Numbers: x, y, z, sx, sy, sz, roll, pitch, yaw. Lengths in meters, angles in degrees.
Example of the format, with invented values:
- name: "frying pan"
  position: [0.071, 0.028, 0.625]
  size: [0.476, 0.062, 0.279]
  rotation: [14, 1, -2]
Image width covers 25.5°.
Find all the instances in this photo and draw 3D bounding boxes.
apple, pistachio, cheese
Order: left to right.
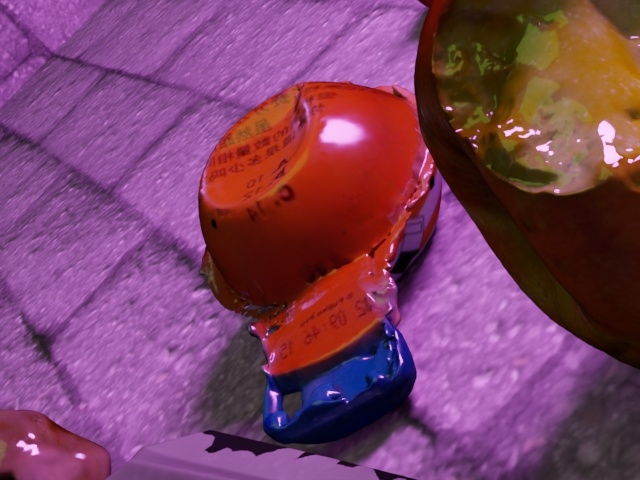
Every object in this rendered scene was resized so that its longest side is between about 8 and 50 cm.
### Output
- name: "pistachio"
  position: [-0.244, 0.205, 1.061]
  size: [0.206, 0.131, 0.130]
  rotation: [-36, 67, 31]
- name: "cheese"
  position: [0.000, 0.000, 0.992]
  size: [0.217, 0.129, 0.329]
  rotation: [-32, 37, 20]
- name: "apple"
  position: [0.171, -0.067, 0.653]
  size: [0.226, 0.246, 0.246]
  rotation: [-37, 22, -4]

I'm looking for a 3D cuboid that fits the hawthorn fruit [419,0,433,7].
- name: "hawthorn fruit"
  position: [0.122, -0.257, 1.306]
  size: [0.093, 0.093, 0.093]
  rotation: [-37, 23, 18]

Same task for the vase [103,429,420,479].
- name: "vase"
  position: [0.027, 0.165, 0.626]
  size: [0.360, 0.165, 0.165]
  rotation: [-9, 40, 48]
